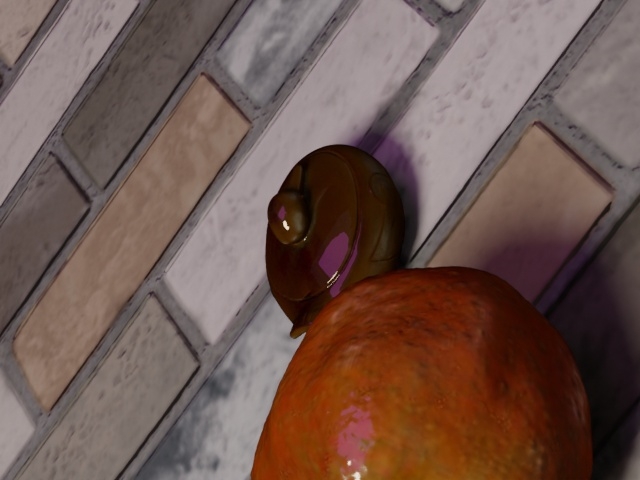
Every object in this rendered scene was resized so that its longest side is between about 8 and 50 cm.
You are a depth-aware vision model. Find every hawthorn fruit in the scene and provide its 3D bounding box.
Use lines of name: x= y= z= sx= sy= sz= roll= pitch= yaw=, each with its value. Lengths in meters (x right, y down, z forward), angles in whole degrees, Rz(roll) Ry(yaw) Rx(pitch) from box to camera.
hawthorn fruit: x=0.054 y=0.103 z=1.018 sx=0.189 sy=0.189 sz=0.189 roll=-23 pitch=55 yaw=38

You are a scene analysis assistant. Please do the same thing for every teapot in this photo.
teapot: x=0.000 y=0.000 z=1.194 sx=0.098 sy=0.078 sz=0.129 roll=-20 pitch=57 yaw=39
